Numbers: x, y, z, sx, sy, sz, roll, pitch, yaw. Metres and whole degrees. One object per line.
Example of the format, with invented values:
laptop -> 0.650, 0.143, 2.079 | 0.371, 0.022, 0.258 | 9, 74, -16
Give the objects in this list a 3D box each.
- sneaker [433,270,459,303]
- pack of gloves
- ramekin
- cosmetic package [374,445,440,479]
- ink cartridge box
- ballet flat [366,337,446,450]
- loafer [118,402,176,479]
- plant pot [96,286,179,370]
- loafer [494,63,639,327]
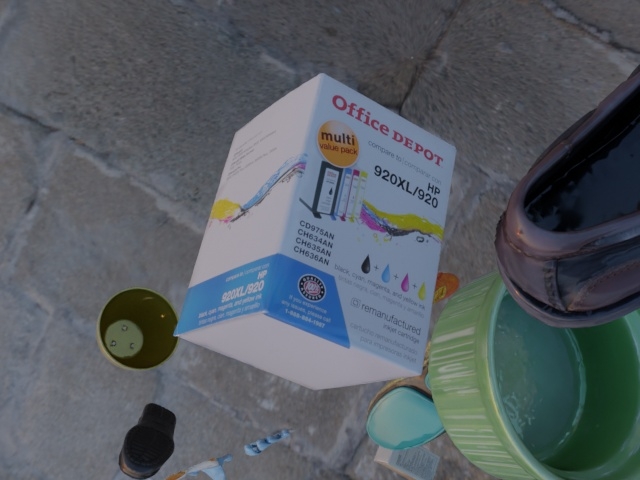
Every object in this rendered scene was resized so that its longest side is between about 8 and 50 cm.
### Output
sneaker -> 0.187, 0.098, 1.474 | 0.067, 0.175, 0.064 | 30, 123, 45
pack of gloves -> -0.129, 0.358, 1.342 | 0.195, 0.232, 0.046 | -21, 78, -3
ramekin -> 0.282, 0.161, 1.037 | 0.303, 0.148, 0.303 | 8, 73, -27
cosmetic package -> 0.154, 0.387, 1.480 | 0.115, 0.041, 0.060 | 37, 66, -29
ink cartridge box -> 0.000, 0.000, 0.788 | 0.171, 0.168, 0.232 | 25, 64, -27
ballet flat -> 0.181, 0.206, 1.254 | 0.123, 0.123, 0.348 | 31, 137, -1
loafer -> -0.287, 0.347, 1.385 | 0.080, 0.220, 0.078 | 27, 98, -3
plant pot -> -0.307, 0.152, 1.350 | 0.134, 0.134, 0.095 | 51, 145, -6
loafer -> 0.210, -0.069, 0.384 | 0.302, 0.095, 0.109 | -38, 64, 3
